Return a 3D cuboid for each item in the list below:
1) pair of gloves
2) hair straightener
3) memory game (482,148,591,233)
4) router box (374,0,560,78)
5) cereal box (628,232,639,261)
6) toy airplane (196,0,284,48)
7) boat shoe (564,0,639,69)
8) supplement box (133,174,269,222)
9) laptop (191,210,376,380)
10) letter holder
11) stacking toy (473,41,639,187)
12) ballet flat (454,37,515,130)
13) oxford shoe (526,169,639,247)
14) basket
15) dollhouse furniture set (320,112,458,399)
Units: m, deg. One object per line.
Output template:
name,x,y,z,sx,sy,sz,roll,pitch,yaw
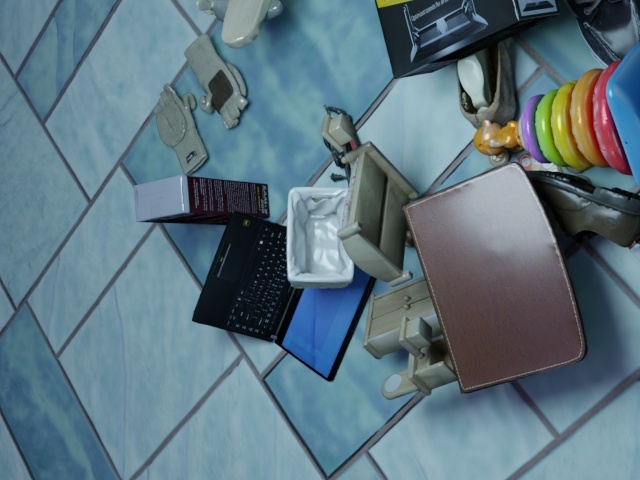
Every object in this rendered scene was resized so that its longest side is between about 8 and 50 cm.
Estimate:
pair of gloves,-0.251,-0.282,1.806,0.240,0.042,0.204,-47,67,28
hair straightener,0.040,-0.143,1.581,0.089,0.047,0.230,-32,70,31
memory game,0.339,-0.093,1.381,0.186,0.012,0.186,-1,88,37
router box,0.189,-0.394,1.265,0.309,0.081,0.242,-10,95,62
cereal box,0.551,0.019,1.197,0.173,0.047,0.240,-47,62,26
toy airplane,-0.105,-0.584,1.605,0.386,0.272,0.384,-33,77,-8
boat shoe,0.411,-0.368,1.280,0.108,0.102,0.301,-26,73,33
supplement box,-0.222,-0.073,1.653,0.130,0.239,0.073,-8,85,36
laptop,-0.071,0.104,1.599,0.136,0.265,0.234,-125,55,-67
letter holder,0.290,0.052,1.319,0.214,0.152,0.301,-23,78,32
stacking toy,0.357,-0.165,1.278,0.302,0.166,0.175,-6,120,44
ballet flat,0.252,-0.329,1.394,0.108,0.106,0.315,-16,79,36
oxford shoe,0.369,-0.048,1.283,0.227,0.083,0.096,31,115,50
basket,0.000,0.000,1.513,0.113,0.103,0.167,0,76,0
dollhouse furniture set,0.057,0.038,1.367,0.174,0.355,0.303,-26,35,32
